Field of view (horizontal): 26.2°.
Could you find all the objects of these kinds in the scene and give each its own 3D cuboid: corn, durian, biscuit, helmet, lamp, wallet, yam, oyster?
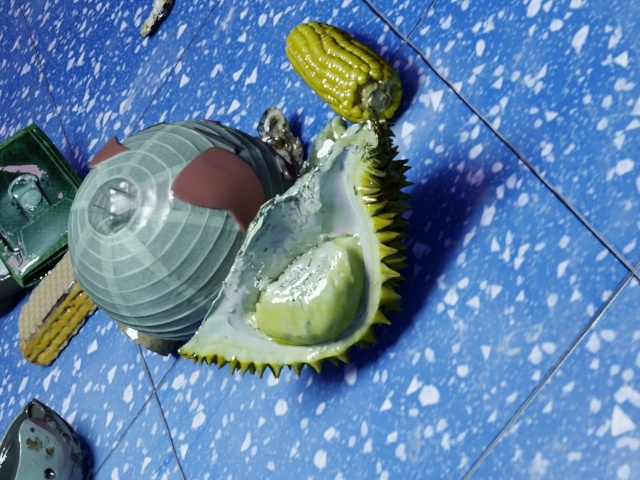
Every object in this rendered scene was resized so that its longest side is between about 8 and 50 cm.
[{"bbox_3d":[0.019,-0.188,1.485,0.080,0.080,0.231,-56,30,10],"label":"corn"},{"bbox_3d":[0.000,0.000,1.275,0.306,0.167,0.172,-55,26,32],"label":"durian"},{"bbox_3d":[-0.286,0.013,1.812,0.378,0.054,0.094,-49,32,22],"label":"biscuit"},{"bbox_3d":[-0.337,0.277,1.638,0.153,0.107,0.177,-62,11,7],"label":"helmet"},{"bbox_3d":[-0.141,-0.013,1.421,0.265,0.233,0.233,2,67,33],"label":"lamp"},{"bbox_3d":[-0.418,-0.057,1.956,0.160,0.055,0.236,-38,58,-7],"label":"wallet"},{"bbox_3d":[-0.178,0.061,1.587,0.127,0.084,0.084,-62,30,-1],"label":"yam"},{"bbox_3d":[-0.244,-0.338,2.064,0.083,0.019,0.054,-59,29,10],"label":"oyster"},{"bbox_3d":[-0.062,-0.078,1.550,0.103,0.051,0.148,-54,41,28],"label":"oyster"}]

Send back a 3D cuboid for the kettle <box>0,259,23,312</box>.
[{"bbox_3d":[-0.491,-0.012,2.065,0.221,0.161,0.236,-10,52,16],"label":"kettle"}]
